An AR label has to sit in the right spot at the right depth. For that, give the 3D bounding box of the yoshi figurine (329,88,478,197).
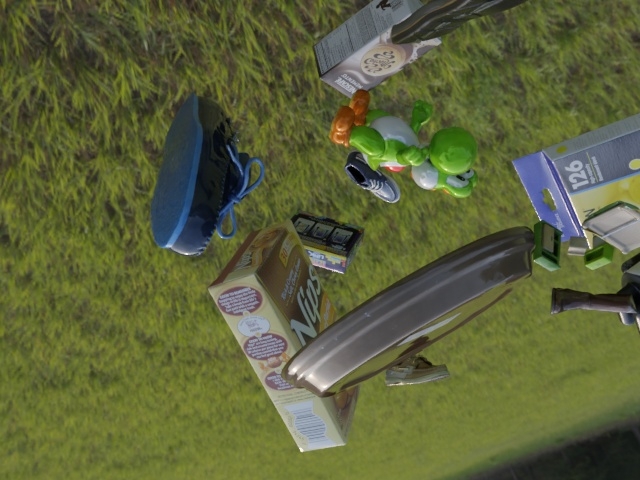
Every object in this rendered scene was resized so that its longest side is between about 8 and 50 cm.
[{"bbox_3d":[0.216,-0.238,1.361,0.203,0.362,0.203,-61,173,4],"label":"yoshi figurine"}]

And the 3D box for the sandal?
[{"bbox_3d":[0.158,-0.271,0.633,0.090,0.060,0.219,-14,-175,-32],"label":"sandal"}]

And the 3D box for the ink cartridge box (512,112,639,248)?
[{"bbox_3d":[0.644,-0.114,1.342,0.307,0.072,0.303,-21,126,26],"label":"ink cartridge box"}]

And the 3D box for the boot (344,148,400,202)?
[{"bbox_3d":[0.135,-0.154,1.553,0.190,0.086,0.069,41,127,-15],"label":"boot"}]

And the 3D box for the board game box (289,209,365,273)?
[{"bbox_3d":[0.000,0.000,1.326,0.141,0.170,0.048,-53,154,-53],"label":"board game box"}]

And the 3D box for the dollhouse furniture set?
[{"bbox_3d":[0.324,-0.016,0.691,0.076,0.058,0.152,28,147,-16],"label":"dollhouse furniture set"}]

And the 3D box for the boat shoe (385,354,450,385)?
[{"bbox_3d":[0.145,0.200,0.912,0.050,0.045,0.135,3,163,-35],"label":"boat shoe"}]

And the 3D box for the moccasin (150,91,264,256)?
[{"bbox_3d":[-0.136,-0.098,0.766,0.117,0.342,0.137,29,121,-26],"label":"moccasin"}]

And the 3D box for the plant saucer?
[{"bbox_3d":[0.092,0.080,0.571,0.278,0.041,0.278,-26,161,-10],"label":"plant saucer"}]

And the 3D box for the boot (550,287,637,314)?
[{"bbox_3d":[0.401,0.093,0.857,0.114,0.037,0.106,8,-166,29],"label":"boot"}]

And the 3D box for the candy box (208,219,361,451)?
[{"bbox_3d":[-0.039,0.149,0.925,0.088,0.316,0.183,-17,-159,21],"label":"candy box"}]

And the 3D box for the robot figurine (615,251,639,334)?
[{"bbox_3d":[0.785,0.095,1.279,0.278,0.209,0.173,-35,161,-2],"label":"robot figurine"}]

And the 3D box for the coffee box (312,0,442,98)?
[{"bbox_3d":[0.147,-0.523,1.567,0.297,0.118,0.168,-28,153,32],"label":"coffee box"}]
